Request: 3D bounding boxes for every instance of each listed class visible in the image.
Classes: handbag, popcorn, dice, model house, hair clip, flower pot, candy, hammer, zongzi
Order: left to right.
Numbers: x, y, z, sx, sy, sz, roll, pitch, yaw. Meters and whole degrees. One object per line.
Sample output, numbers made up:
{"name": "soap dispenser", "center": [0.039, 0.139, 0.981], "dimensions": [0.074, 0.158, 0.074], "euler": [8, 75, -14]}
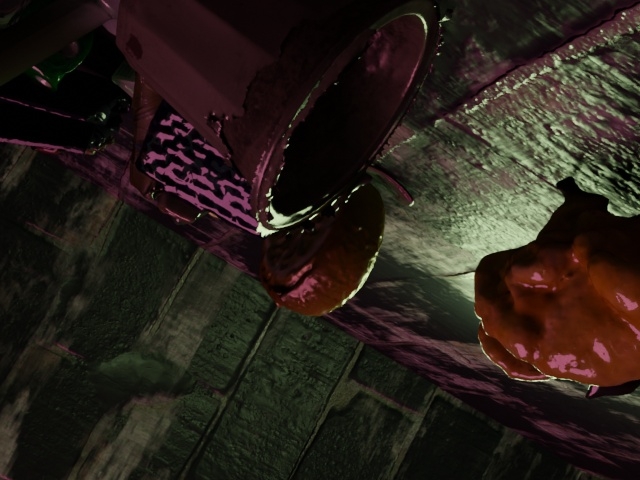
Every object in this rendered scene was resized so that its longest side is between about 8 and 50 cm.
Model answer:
{"name": "handbag", "center": [-0.516, -0.240, 1.702], "dimensions": [0.329, 0.122, 0.303], "euler": [13, -161, -3]}
{"name": "dice", "center": [-0.448, -0.326, 1.558], "dimensions": [0.120, 0.131, 0.128], "euler": [35, 169, -27]}
{"name": "hammer", "center": [-0.298, -0.247, 1.075], "dimensions": [0.119, 0.335, 0.206], "euler": [55, 167, 4]}
{"name": "zongzi", "center": [-0.182, -0.212, 1.543], "dimensions": [0.251, 0.274, 0.125], "euler": [-9, -155, -32]}
{"name": "model house", "center": [-0.099, -0.131, 1.222], "dimensions": [0.243, 0.284, 0.298], "euler": [34, 169, -1]}
{"name": "flower pot", "center": [-0.055, -0.180, 0.965], "dimensions": [0.259, 0.290, 0.290], "euler": [37, 171, 14]}
{"name": "candy", "center": [0.000, 0.000, 1.594], "dimensions": [0.118, 0.260, 0.260], "euler": [26, 171, -28]}
{"name": "hair clip", "center": [0.091, -0.097, 1.527], "dimensions": [0.137, 0.022, 0.054], "euler": [31, 169, -11]}
{"name": "popcorn", "center": [0.334, 0.054, 1.112], "dimensions": [0.297, 0.281, 0.316], "euler": [-9, 165, -43]}

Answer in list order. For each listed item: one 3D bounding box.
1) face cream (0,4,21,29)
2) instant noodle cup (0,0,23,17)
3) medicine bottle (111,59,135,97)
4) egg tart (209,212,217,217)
{"name": "face cream", "center": [-0.651, -0.410, 1.746], "dimensions": [0.173, 0.081, 0.348], "euler": [4, -179, -26]}
{"name": "instant noodle cup", "center": [-0.419, -0.373, 1.066], "dimensions": [0.190, 0.251, 0.251], "euler": [19, 168, 1]}
{"name": "medicine bottle", "center": [-0.247, -0.235, 1.677], "dimensions": [0.171, 0.052, 0.201], "euler": [19, 163, 43]}
{"name": "egg tart", "center": [-0.156, -0.097, 1.881], "dimensions": [0.315, 0.120, 0.315], "euler": [28, 170, 6]}
